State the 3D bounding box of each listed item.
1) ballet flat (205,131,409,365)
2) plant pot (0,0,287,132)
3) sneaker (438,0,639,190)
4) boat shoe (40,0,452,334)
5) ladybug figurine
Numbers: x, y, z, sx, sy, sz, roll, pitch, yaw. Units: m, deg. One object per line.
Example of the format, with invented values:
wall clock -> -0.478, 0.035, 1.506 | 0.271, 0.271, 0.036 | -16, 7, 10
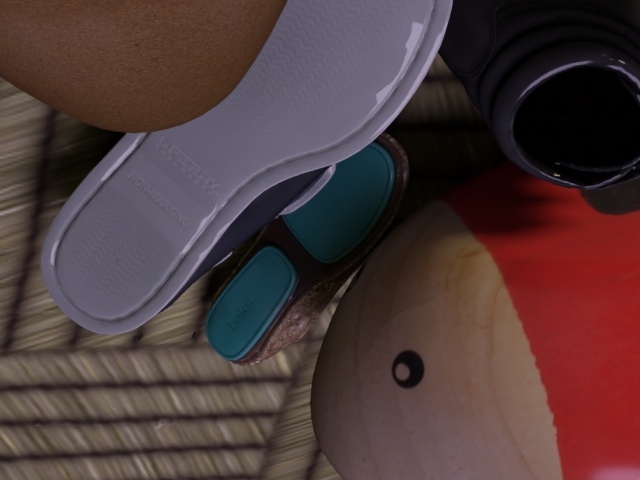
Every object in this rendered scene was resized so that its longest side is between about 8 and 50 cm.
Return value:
ballet flat -> 0.000, 0.000, 1.125 | 0.067, 0.073, 0.206 | -15, 155, -50
plant pot -> -0.095, -0.158, 0.786 | 0.237, 0.237, 0.254 | -15, 157, -2
sneaker -> 0.187, -0.087, 1.012 | 0.296, 0.147, 0.104 | 7, 134, -30
boat shoe -> -0.040, -0.068, 0.998 | 0.302, 0.091, 0.114 | -37, 94, 25
ladybug figurine -> 0.210, 0.033, 1.067 | 0.449, 0.305, 0.161 | -14, 123, -16
